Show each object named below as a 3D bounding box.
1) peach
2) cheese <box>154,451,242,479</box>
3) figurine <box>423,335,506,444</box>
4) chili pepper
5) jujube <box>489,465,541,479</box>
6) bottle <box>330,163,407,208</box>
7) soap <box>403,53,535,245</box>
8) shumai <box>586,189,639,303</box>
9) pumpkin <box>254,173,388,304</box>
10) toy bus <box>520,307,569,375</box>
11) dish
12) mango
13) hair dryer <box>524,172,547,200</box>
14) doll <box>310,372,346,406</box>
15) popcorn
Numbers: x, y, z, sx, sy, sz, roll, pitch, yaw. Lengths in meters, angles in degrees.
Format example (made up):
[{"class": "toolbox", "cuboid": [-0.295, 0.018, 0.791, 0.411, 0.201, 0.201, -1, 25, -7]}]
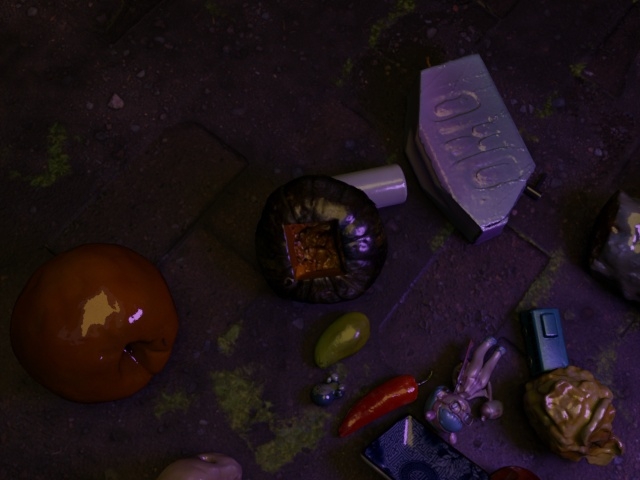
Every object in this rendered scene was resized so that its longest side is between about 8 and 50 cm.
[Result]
[{"class": "peach", "cuboid": [-0.480, 0.167, 1.478, 0.301, 0.343, 0.343, 35, 72, 30]}, {"class": "cheese", "cuboid": [-0.263, 0.534, 1.438, 0.117, 0.235, 0.218, 30, 46, 25]}, {"class": "figurine", "cuboid": [0.348, 0.349, 1.613, 0.260, 0.102, 0.205, -52, 119, -19]}, {"class": "chili pepper", "cuboid": [0.149, 0.369, 1.599, 0.272, 0.063, 0.071, -28, 64, -10]}, {"class": "jujube", "cuboid": [0.444, 0.609, 1.502, 0.168, 0.168, 0.236, -33, 95, -14]}, {"class": "bottle", "cuboid": [0.085, -0.119, 1.723, 0.245, 0.104, 0.104, -13, 74, -9]}, {"class": "soap", "cuboid": [0.369, -0.225, 1.755, 0.261, 0.156, 0.446, -19, 76, -11]}, {"class": "shumai", "cuboid": [0.822, 0.024, 1.664, 0.323, 0.398, 0.324, 16, 47, 32]}, {"class": "pumpkin", "cuboid": [0.000, 0.000, 1.599, 0.320, 0.192, 0.321, 1, 101, 6]}, {"class": "toy bus", "cuboid": [0.537, 0.238, 1.655, 0.079, 0.092, 0.160, -3, 73, -7]}, {"class": "dish", "cuboid": [0.223, 0.513, 1.513, 0.243, 0.080, 0.181, 33, 40, 30]}, {"class": "mango", "cuboid": [0.051, 0.234, 1.623, 0.091, 0.074, 0.165, 44, 74, 7]}, {"class": "hair dryer", "cuboid": [0.571, -0.148, 1.815, 0.047, 0.026, 0.083, 37, 70, 6]}, {"class": "doll", "cuboid": [0.018, 0.351, 1.591, 0.083, 0.076, 0.051, -20, 110, -18]}, {"class": "popcorn", "cuboid": [0.565, 0.389, 1.535, 0.181, 0.235, 0.217, -28, 55, 0]}]
